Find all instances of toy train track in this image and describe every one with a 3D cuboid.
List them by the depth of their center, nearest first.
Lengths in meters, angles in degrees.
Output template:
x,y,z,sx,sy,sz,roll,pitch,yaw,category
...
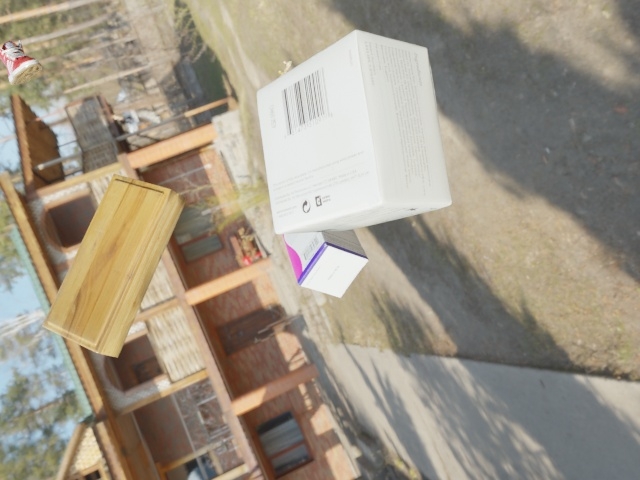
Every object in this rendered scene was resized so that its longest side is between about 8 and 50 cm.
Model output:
x,y,z,sx,sy,sz,roll,pitch,yaw,category
-0.082,-0.350,1.193,0.083,0.014,0.048,-34,36,60,toy train track

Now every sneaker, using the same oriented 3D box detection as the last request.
x,y,z,sx,sy,sz,roll,pitch,yaw,category
-0.488,-0.296,0.922,0.118,0.042,0.067,0,110,50,sneaker

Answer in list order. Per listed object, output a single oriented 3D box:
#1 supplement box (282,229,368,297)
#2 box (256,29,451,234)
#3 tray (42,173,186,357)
x,y,z,sx,sy,sz,roll,pitch,yaw,category
0.000,0.000,1.218,0.111,0.113,0.220,-55,33,25,supplement box
0.033,-0.110,0.653,0.181,0.119,0.182,-14,83,49,box
-0.501,0.051,1.393,0.202,0.411,0.076,15,169,28,tray
